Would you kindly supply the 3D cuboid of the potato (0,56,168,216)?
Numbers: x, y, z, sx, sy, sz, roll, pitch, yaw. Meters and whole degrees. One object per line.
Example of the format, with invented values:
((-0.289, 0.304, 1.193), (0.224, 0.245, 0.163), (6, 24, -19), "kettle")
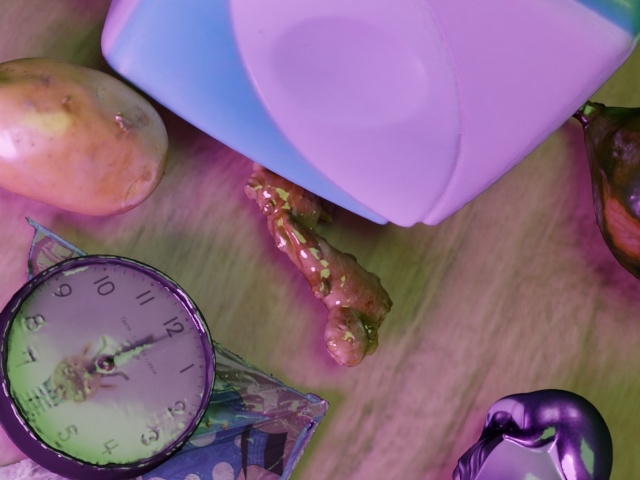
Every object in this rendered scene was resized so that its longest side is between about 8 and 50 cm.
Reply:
((-0.207, -0.086, 1.207), (0.178, 0.109, 0.118), (17, 43, -26), "potato")

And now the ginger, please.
((0.000, 0.000, 1.307), (0.176, 0.052, 0.193), (32, 54, -12), "ginger")

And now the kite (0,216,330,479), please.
((-0.156, 0.168, 1.194), (0.369, 0.014, 0.406), (-10, 77, -27), "kite")

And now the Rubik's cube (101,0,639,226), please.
((0.057, -0.263, 1.229), (0.352, 0.352, 0.347), (29, 53, -19), "Rubik's cube")

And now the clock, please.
((-0.170, 0.099, 1.179), (0.185, 0.040, 0.184), (8, 70, -22), "clock")

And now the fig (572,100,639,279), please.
((0.342, -0.061, 1.418), (0.195, 0.195, 0.245), (-17, 51, -29), "fig")

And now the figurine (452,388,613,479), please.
((0.169, 0.229, 1.250), (0.145, 0.145, 0.222), (21, 69, -17), "figurine")
